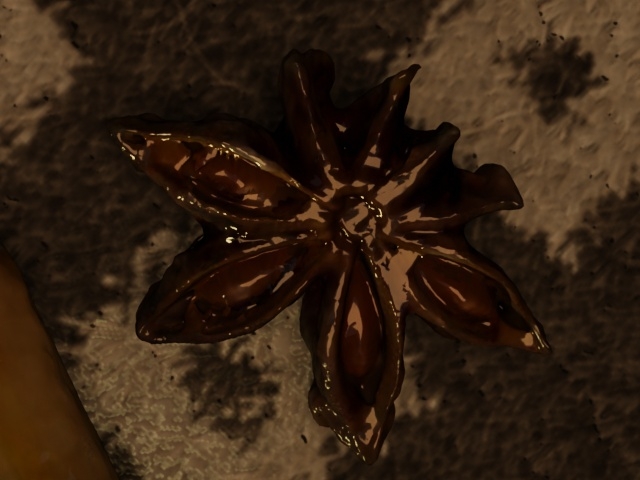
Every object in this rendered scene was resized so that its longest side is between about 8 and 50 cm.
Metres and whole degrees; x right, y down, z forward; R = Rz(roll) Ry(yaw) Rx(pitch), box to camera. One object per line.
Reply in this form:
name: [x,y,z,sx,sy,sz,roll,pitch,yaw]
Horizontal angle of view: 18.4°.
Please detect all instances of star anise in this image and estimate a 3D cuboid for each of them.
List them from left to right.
star anise: [0.004,0.006,1.045,0.214,0.099,0.220,-19,106,9]

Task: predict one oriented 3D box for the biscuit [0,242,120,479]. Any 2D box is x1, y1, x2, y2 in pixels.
biscuit: [-0.211,0.162,1.004,0.237,0.062,0.290,-28,75,-3]
